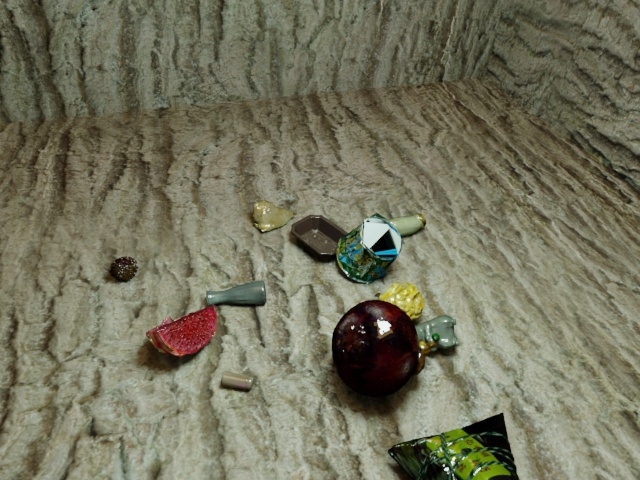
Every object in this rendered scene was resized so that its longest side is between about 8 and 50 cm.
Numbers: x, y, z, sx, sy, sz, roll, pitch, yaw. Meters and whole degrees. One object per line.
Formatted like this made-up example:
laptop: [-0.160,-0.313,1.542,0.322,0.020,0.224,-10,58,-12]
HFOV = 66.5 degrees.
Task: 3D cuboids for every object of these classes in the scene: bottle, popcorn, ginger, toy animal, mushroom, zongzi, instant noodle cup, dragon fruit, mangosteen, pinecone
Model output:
bottle: [-0.263,0.446,1.548,0.097,0.045,0.045,10,41,5]
popcorn: [0.283,0.226,1.755,0.170,0.180,0.180,40,50,8]
ginger: [-0.213,-0.130,2.171,0.193,0.122,0.115,-23,27,-35]
toy animal: [0.344,0.331,1.685,0.252,0.127,0.125,-8,53,8]
mushroom: [0.303,-0.053,2.122,0.334,0.107,0.087,-11,84,-17]
zongzi: [0.437,0.602,1.286,0.363,0.318,0.383,-21,28,-22]
instant noodle cup: [0.198,0.029,1.898,0.241,0.178,0.240,11,60,-19]
dragon fruit: [-0.468,0.316,1.641,0.161,0.126,0.274,-12,7,35]
mangosteen: [0.178,0.337,1.539,0.297,0.293,0.296,-6,75,24]
pinecone: [-0.751,0.110,1.877,0.102,0.102,0.109,10,8,8]

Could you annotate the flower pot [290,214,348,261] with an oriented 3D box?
flower pot: [0.000,0.000,2.051,0.179,0.084,0.251,-30,50,-32]

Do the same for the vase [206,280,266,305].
vase: [-0.311,0.202,1.804,0.214,0.086,0.086,-7,42,-4]
